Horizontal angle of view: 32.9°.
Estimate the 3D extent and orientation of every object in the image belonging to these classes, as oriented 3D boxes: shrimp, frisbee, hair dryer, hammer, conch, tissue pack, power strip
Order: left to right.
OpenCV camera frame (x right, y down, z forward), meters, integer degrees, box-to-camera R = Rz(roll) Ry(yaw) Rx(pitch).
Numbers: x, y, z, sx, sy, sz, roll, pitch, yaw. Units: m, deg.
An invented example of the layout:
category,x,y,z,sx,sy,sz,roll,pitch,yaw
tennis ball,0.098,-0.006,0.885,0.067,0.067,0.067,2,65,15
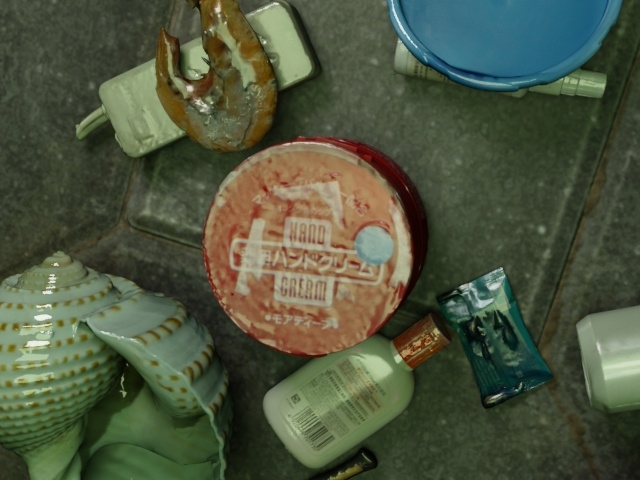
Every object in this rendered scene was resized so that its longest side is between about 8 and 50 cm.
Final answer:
category,x,y,z,sx,sy,sz,roll,pitch,yaw
conch,-0.226,0.159,1.177,0.303,0.215,0.319,2,130,15
power strip,-0.144,-0.165,1.193,0.288,0.053,0.093,-24,94,12
shrimp,-0.118,-0.180,1.132,0.132,0.051,0.187,-15,98,11
hammer,-0.022,0.297,1.252,0.201,0.021,0.078,-29,92,14
tissue pack,0.189,0.109,1.186,0.085,0.028,0.138,-25,96,12
frisbee,0.185,-0.259,1.104,0.242,0.045,0.242,-2,75,6
hair dryer,0.363,0.218,1.042,0.173,0.107,0.357,-12,54,12

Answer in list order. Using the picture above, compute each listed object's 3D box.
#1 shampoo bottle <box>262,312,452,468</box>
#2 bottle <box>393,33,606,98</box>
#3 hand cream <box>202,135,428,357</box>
category,x,y,z,sx,sy,sz,roll,pitch,yaw
shampoo bottle,0.046,0.158,1.205,0.221,0.051,0.108,-37,89,12
bottle,0.186,-0.180,1.127,0.217,0.060,0.060,13,100,9
hand cream,0.000,0.000,1.143,0.230,0.149,0.230,2,100,11
